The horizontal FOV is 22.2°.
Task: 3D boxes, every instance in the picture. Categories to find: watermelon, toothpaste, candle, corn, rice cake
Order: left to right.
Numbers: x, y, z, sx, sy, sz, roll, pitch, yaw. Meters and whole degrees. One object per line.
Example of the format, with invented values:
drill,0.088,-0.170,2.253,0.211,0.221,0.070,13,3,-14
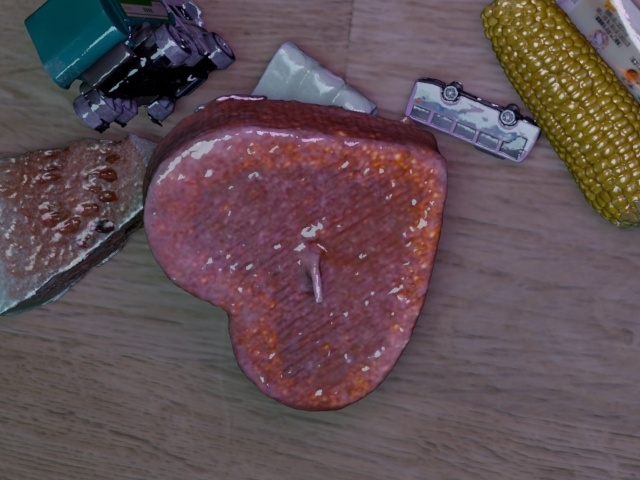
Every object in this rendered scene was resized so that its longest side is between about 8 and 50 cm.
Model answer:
watermelon,-0.243,-0.034,1.658,0.241,0.094,0.154,-22,86,14
rice cake,-0.048,-0.071,1.622,0.127,0.043,0.237,33,106,3
candle,0.000,0.000,1.550,0.287,0.131,0.317,-31,112,5
corn,0.244,-0.125,1.525,0.091,0.091,0.260,-29,98,39
toothpaste,0.330,-0.134,1.531,0.058,0.056,0.314,-42,86,-11

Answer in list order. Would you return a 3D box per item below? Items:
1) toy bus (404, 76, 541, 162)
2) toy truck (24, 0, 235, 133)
toy bus,0.148,-0.117,1.577,0.131,0.037,0.052,23,106,7
toy truck,-0.177,-0.180,1.521,0.114,0.253,0.124,-38,87,15
